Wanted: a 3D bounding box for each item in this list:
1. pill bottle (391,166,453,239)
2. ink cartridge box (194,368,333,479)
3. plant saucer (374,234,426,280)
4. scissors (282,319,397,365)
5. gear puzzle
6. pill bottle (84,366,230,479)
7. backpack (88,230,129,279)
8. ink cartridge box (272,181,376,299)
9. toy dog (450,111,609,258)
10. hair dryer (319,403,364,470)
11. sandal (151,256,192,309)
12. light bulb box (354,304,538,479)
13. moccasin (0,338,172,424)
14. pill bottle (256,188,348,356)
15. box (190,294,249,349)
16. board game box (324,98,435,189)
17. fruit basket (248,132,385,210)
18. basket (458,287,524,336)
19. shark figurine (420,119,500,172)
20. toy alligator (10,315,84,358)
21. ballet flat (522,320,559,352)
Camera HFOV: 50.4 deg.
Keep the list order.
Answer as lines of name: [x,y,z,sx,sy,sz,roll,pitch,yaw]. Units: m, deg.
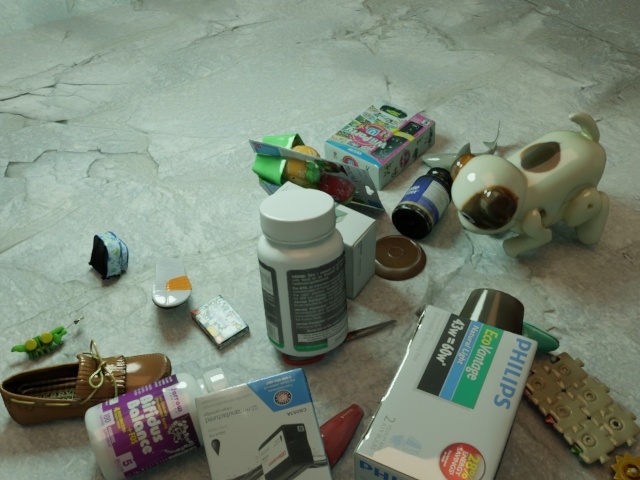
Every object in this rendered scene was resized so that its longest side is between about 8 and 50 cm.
pill bottle: [0.305,-0.113,1.964,0.123,0.122,0.219,21,50,23]
ink cartridge box: [-0.101,0.432,1.344,0.223,0.129,0.307,-15,76,-4]
plant saucer: [0.209,0.040,1.885,0.169,0.029,0.168,-2,46,2]
scissors: [0.052,0.254,1.693,0.297,0.021,0.109,-5,43,-2]
gear puzzle: [0.594,0.404,1.493,0.176,0.044,0.339,-23,51,-20]
pill bottle: [-0.337,0.389,1.478,0.302,0.169,0.169,-21,47,-15]
backpack: [-0.585,0.034,1.886,0.084,0.114,0.105,-18,42,-41]
ink cartridge box: [0.000,0.000,1.813,0.289,0.211,0.121,26,52,25]
toy dog: [0.541,-0.130,1.791,0.408,0.395,0.284,-12,54,-19]
hair dryer: [-0.043,0.418,1.492,0.294,0.080,0.223,-10,45,-7]
sandal: [-0.398,0.128,1.818,0.102,0.076,0.265,3,23,-13]
light bulb box: [0.235,0.387,1.304,0.225,0.361,0.358,18,49,20]
moccasin: [-0.539,0.321,1.574,0.380,0.147,0.139,-6,45,-2]
pill bottle: [-0.042,0.076,1.608,0.204,0.360,0.204,-3,28,1]
box: [-0.259,0.209,1.750,0.094,0.027,0.137,-32,52,-24]
board game box: [0.194,-0.315,2.193,0.224,0.097,0.303,29,55,29]
fruit basket: [-0.007,-0.169,1.936,0.353,0.327,0.165,22,80,18]
basket: [0.370,0.236,1.548,0.204,0.154,0.226,7,60,32]
shark figurine: [0.472,-0.276,2.124,0.278,0.116,0.166,-19,48,-12]
toy alligator: [-0.682,0.254,1.723,0.190,0.056,0.051,-25,91,-21]
ballet flat: [0.452,0.225,1.656,0.247,0.083,0.087,29,66,34]
